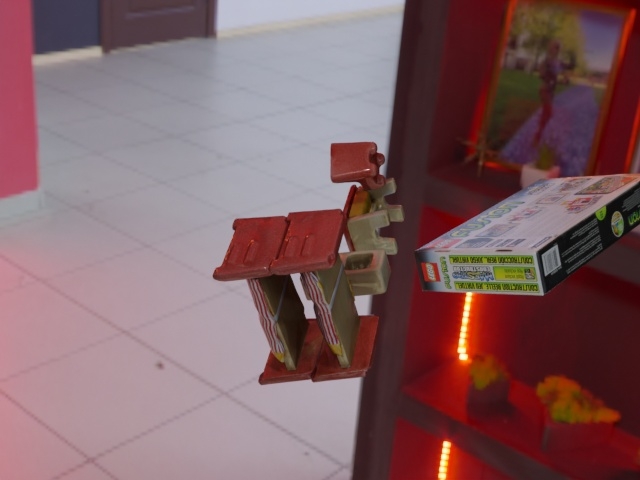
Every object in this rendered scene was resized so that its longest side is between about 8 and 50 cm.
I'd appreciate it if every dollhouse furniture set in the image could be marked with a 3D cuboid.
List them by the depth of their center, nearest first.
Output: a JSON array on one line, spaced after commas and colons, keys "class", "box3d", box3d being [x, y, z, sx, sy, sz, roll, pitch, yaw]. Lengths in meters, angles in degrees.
[{"class": "dollhouse furniture set", "box3d": [0.000, 0.000, 1.339, 0.152, 0.201, 0.374, -6, 35, 18]}]

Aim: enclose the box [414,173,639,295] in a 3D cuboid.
[{"class": "box", "box3d": [0.185, -0.009, 0.811, 0.114, 0.036, 0.207, 0, 19, 44]}]
